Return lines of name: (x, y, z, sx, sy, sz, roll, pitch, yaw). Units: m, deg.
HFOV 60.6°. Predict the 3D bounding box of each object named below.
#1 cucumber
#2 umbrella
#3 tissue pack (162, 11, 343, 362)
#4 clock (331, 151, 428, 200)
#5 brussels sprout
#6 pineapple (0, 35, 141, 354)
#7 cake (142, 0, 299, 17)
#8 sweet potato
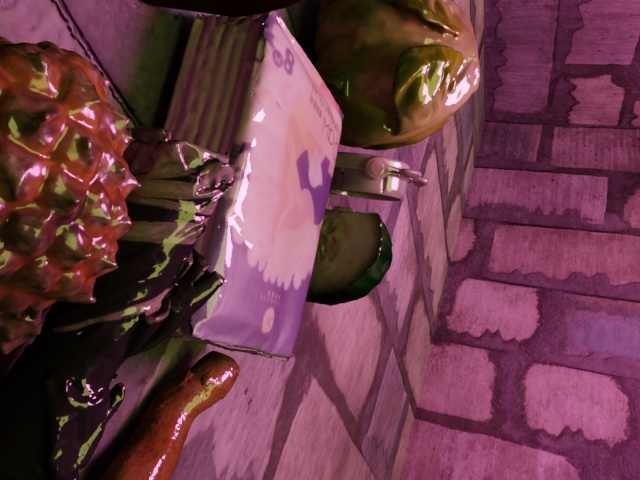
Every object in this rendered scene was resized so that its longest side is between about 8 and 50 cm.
cucumber: (-0.002, 0.010, 0.781, 0.130, 0.191, 0.191, 27, 72, -66)
umbrella: (-0.178, 0.078, 0.433, 0.106, 0.113, 0.357, 40, 72, -58)
tissue pack: (-0.082, -0.049, 0.624, 0.242, 0.126, 0.343, 40, 60, -63)
clock: (0.078, -0.104, 0.912, 0.151, 0.191, 0.062, 9, 88, -68)
brussels sprout: (0.103, -0.273, 0.848, 0.227, 0.295, 0.259, 122, -42, -78)
pineapple: (-0.194, -0.021, 0.327, 0.166, 0.166, 0.193, -30, 124, -63)
cake: (-0.094, -0.300, 0.442, 0.185, 0.208, 0.178, -2, 94, -45)
sweet potato: (-0.178, 0.223, 0.559, 0.281, 0.067, 0.059, -55, 147, -49)
